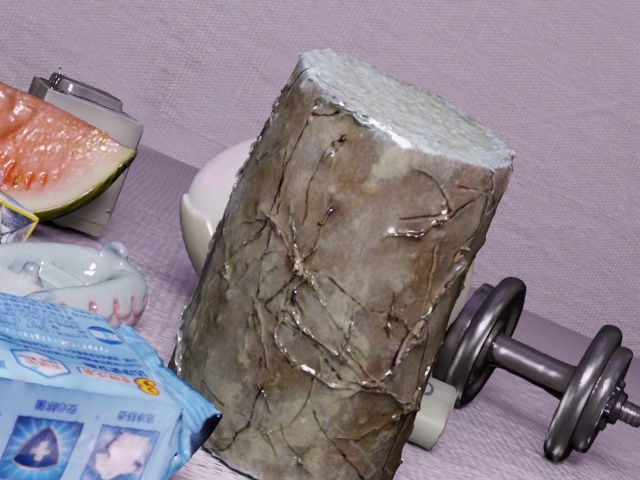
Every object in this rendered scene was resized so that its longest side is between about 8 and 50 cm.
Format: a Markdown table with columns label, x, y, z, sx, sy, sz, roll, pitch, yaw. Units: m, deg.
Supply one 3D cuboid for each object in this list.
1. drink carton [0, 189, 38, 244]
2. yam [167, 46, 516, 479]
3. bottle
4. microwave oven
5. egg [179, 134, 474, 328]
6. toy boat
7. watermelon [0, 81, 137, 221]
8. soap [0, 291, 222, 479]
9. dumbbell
| label | x | y | z | sx | sy | sz | roll | pitch | yaw |
| --- | --- | --- | --- | --- | --- | --- | --- | --- | --- |
| drink carton | -0.383 | -0.043 | 0.966 | 0.200 | 0.084 | 0.074 | 26 | -4 | 26 |
| yam | 0.014 | 0.037 | 0.784 | 0.241 | 0.348 | 0.241 | 18 | 18 | -6 |
| bottle | 0.036 | 0.146 | 0.996 | 0.201 | 0.072 | 0.072 | 24 | 6 | -2 |
| microwave oven | -0.350 | -0.131 | 1.333 | 0.145 | 0.194 | 0.240 | 23 | 4 | -24 |
| egg | 0.000 | 0.000 | 1.117 | 0.336 | 0.278 | 0.278 | 24 | 6 | -25 |
| toy boat | -0.236 | 0.037 | 0.882 | 0.134 | 0.079 | 0.207 | 24 | 7 | 23 |
| watermelon | -0.387 | -0.086 | 1.143 | 0.303 | 0.159 | 0.128 | 22 | -23 | 1 |
| soap | -0.218 | 0.081 | 0.568 | 0.293 | 0.077 | 0.156 | 18 | 10 | -38 |
| dumbbell | 0.275 | 0.163 | 1.222 | 0.290 | 0.192 | 0.192 | 26 | 6 | 21 |
